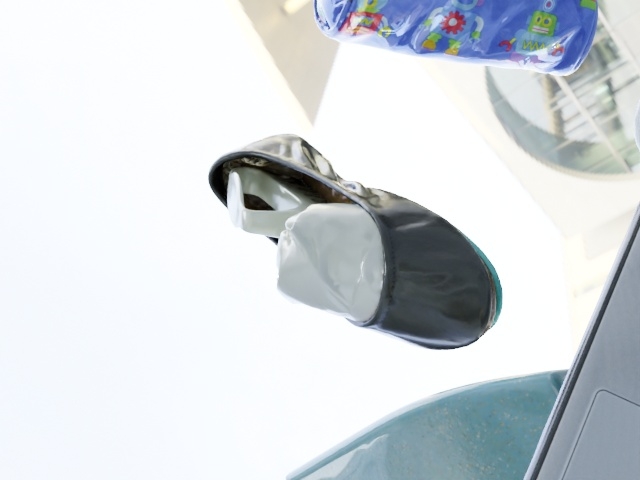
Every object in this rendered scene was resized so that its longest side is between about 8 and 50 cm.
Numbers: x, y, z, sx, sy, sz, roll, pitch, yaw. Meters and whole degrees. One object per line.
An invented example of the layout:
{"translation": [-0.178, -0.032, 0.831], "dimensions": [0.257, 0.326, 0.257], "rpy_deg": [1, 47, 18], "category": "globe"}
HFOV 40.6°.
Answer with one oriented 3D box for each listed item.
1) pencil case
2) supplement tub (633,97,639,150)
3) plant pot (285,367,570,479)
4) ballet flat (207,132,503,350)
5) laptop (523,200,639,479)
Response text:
{"translation": [0.146, -0.256, 0.913], "dimensions": [0.306, 0.133, 0.119], "rpy_deg": [5, -133, -18], "category": "pencil case"}
{"translation": [0.320, -0.042, 0.621], "dimensions": [0.200, 0.144, 0.144], "rpy_deg": [38, -146, -41], "category": "supplement tub"}
{"translation": [0.172, 0.230, 0.722], "dimensions": [0.247, 0.252, 0.247], "rpy_deg": [4, -131, -46], "category": "plant pot"}
{"translation": [0.000, 0.000, 0.591], "dimensions": [0.096, 0.095, 0.280], "rpy_deg": [-5, -157, -30], "category": "ballet flat"}
{"translation": [0.267, 0.176, 0.276], "dimensions": [0.408, 0.236, 0.381], "rpy_deg": [25, -108, 12], "category": "laptop"}
